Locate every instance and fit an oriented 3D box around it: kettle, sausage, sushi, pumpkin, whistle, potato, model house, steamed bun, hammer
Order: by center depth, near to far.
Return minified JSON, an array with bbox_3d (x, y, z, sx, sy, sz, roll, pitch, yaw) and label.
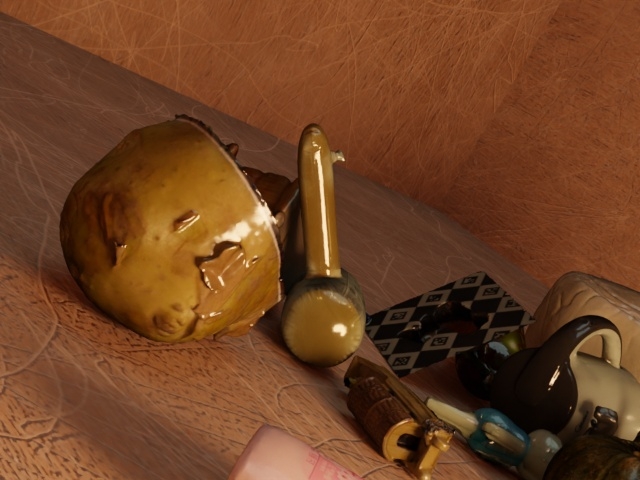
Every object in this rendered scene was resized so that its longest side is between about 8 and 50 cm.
[{"bbox_3d":[-0.173,0.011,1.371,0.246,0.196,0.300,55,-14,17],"label":"potato"},{"bbox_3d":[0.367,0.317,1.484,0.223,0.157,0.223,15,2,-1],"label":"pumpkin"},{"bbox_3d":[0.000,0.000,1.642,0.113,0.305,0.202,-3,10,-1],"label":"hammer"},{"bbox_3d":[0.242,0.261,1.651,0.235,0.077,0.114,28,-10,3],"label":"whistle"},{"bbox_3d":[-0.133,-0.022,1.746,0.229,0.199,0.219,17,-40,19],"label":"model house"},{"bbox_3d":[0.364,0.211,1.829,0.161,0.221,0.236,35,10,39],"label":"kettle"},{"bbox_3d":[0.193,0.141,1.926,0.231,0.219,0.047,-127,-163,-67],"label":"sushi"},{"bbox_3d":[0.270,0.179,2.003,0.125,0.117,0.317,65,10,-6],"label":"sausage"},{"bbox_3d":[0.548,0.223,2.275,0.383,0.247,0.236,35,13,16],"label":"steamed bun"}]

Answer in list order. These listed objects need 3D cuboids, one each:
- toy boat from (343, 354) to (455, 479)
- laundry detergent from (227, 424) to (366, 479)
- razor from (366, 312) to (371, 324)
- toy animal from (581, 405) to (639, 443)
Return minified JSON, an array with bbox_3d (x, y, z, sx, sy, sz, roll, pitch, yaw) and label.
[{"bbox_3d":[0.080,0.200,1.482,0.088,0.068,0.226,18,14,-30],"label":"toy boat"},{"bbox_3d":[0.072,0.270,1.006,0.335,0.088,0.159,31,14,4],"label":"laundry detergent"},{"bbox_3d":[0.047,0.101,2.030,0.028,0.044,0.154,56,-6,-36],"label":"razor"},{"bbox_3d":[0.438,0.323,1.718,0.245,0.146,0.114,48,39,-1],"label":"toy animal"}]
